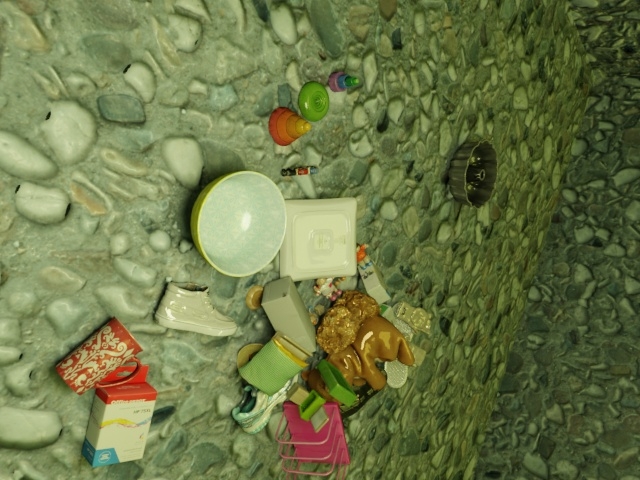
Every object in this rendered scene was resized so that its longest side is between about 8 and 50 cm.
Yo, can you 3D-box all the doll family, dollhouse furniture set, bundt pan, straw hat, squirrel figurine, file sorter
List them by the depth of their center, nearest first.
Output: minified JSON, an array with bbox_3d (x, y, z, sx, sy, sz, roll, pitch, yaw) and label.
[{"bbox_3d":[-0.072,0.446,1.442,0.301,0.151,0.197,41,93,-27],"label":"dollhouse furniture set"},{"bbox_3d":[-0.201,0.383,1.523,0.061,0.144,0.145,-68,155,-70],"label":"straw hat"},{"bbox_3d":[-0.028,0.743,1.647,0.182,0.202,0.291,-65,147,-61],"label":"file sorter"},{"bbox_3d":[0.054,0.085,1.696,0.263,0.118,0.163,-45,137,-5],"label":"doll family"},{"bbox_3d":[0.091,0.398,1.725,0.370,0.281,0.397,-32,112,-23],"label":"squirrel figurine"},{"bbox_3d":[0.721,-0.319,2.238,0.330,0.124,0.331,-13,109,-42],"label":"bundt pan"}]

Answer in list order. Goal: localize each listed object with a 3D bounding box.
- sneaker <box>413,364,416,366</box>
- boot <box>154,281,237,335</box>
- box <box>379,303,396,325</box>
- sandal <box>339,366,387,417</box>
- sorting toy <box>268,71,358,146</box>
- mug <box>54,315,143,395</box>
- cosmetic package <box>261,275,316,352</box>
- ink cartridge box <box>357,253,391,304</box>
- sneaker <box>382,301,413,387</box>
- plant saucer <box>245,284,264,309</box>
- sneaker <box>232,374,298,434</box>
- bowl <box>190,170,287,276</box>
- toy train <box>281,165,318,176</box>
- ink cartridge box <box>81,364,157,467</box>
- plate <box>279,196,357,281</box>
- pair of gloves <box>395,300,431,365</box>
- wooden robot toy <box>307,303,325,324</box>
[{"bbox_3d":[0.437,0.585,2.250,0.083,0.032,0.037,34,62,-49],"label":"sneaker"},{"bbox_3d":[-0.329,0.191,1.324,0.258,0.095,0.123,19,93,-45],"label":"boot"},{"bbox_3d":[0.246,0.329,1.947,0.101,0.087,0.102,-44,127,-29],"label":"box"},{"bbox_3d":[0.142,0.616,1.906,0.302,0.086,0.120,-25,112,-27],"label":"sandal"},{"bbox_3d":[0.000,-0.429,1.483,0.365,0.126,0.127,-47,129,-26],"label":"sorting toy"},{"bbox_3d":[-0.525,0.295,1.133,0.169,0.113,0.150,-40,90,-27],"label":"mug"},{"bbox_3d":[-0.099,0.249,1.521,0.107,0.127,0.238,-21,113,9],"label":"cosmetic package"},{"bbox_3d":[0.205,0.151,1.840,0.061,0.181,0.104,-30,131,12],"label":"ink cartridge box"},{"bbox_3d":[0.327,0.456,2.064,0.150,0.135,0.366,101,2,-76],"label":"sneaker"},{"bbox_3d":[-0.204,0.187,1.510,0.083,0.015,0.083,-14,110,-43],"label":"plant saucer"},{"bbox_3d":[-0.180,0.495,1.547,0.283,0.110,0.122,-55,129,-21],"label":"sneaker"},{"bbox_3d":[-0.250,-0.056,1.300,0.289,0.156,0.290,-14,110,-43],"label":"bowl"},{"bbox_3d":[-0.061,-0.227,1.534,0.158,0.036,0.027,-14,110,-43],"label":"toy train"},{"bbox_3d":[-0.516,0.450,1.216,0.134,0.078,0.231,12,91,-46],"label":"ink cartridge box"},{"bbox_3d":[0.000,0.000,1.561,0.278,0.045,0.277,-4,101,-18],"label":"plate"},{"bbox_3d":[0.374,0.394,1.969,0.204,0.042,0.240,22,79,-26],"label":"pair of gloves"},{"bbox_3d":[-0.038,0.286,1.656,0.173,0.079,0.076,-16,111,-42],"label":"wooden robot toy"}]
